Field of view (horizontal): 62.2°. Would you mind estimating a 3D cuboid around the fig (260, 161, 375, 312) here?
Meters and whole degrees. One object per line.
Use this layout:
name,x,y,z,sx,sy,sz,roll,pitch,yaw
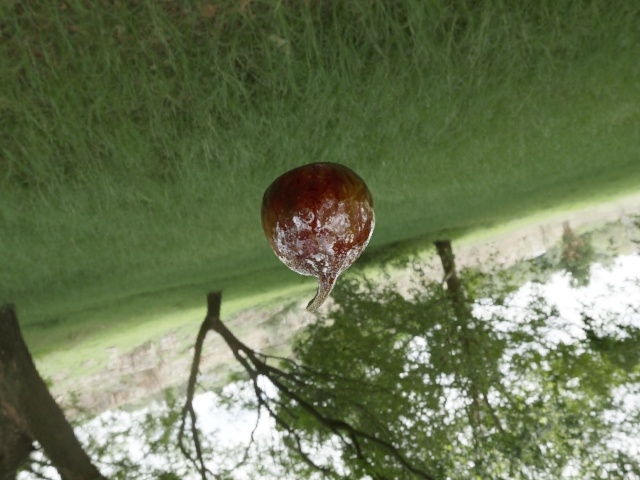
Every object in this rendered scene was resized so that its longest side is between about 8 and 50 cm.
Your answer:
fig,0.002,-0.005,0.764,0.174,0.207,0.175,-12,174,-1
